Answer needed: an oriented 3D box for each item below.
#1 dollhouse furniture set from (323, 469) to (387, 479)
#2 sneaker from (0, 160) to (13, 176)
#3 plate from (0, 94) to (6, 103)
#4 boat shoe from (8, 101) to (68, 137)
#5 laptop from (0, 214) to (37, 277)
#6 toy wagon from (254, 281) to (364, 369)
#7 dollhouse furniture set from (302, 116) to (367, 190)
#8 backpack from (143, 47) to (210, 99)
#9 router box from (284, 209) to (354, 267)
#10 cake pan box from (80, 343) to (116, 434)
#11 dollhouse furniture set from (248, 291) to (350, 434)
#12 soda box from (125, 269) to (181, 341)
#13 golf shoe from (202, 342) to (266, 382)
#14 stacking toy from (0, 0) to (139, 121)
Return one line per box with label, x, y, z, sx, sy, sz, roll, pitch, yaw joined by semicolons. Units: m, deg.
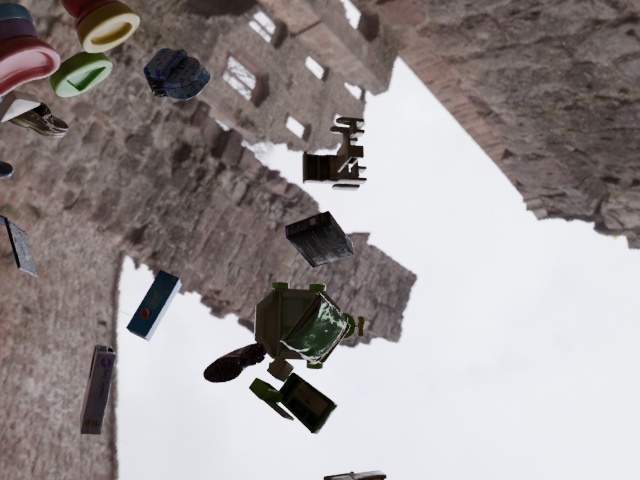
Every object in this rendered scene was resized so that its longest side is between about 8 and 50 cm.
dollhouse furniture set;0.085;0.655;1.279;0.262;0.135;0.259;125;-37;-75
sneaker;-0.930;-0.197;1.654;0.144;0.053;0.059;18;-72;29
plate;-0.952;-0.536;1.651;0.277;0.045;0.278;112;-36;-55
boat shoe;-0.653;-0.288;1.348;0.060;0.178;0.064;-44;-108;11
laptop;-1.050;0.001;1.884;0.234;0.136;0.264;142;-70;-74
toy wagon;-0.034;0.269;1.821;0.068;0.344;0.267;149;-56;-78
dollhouse furniture set;0.041;-0.270;1.923;0.242;0.161;0.212;137;-46;-71
backpack;-0.446;-0.523;1.829;0.173;0.117;0.158;18;-120;27
router box;0.000;0.000;1.596;0.133;0.179;0.046;-19;-127;15
cake pan box;-0.736;0.481;1.913;0.245;0.070;0.267;-3;-104;65
dollhouse furniture set;-0.008;0.317;1.486;0.151;0.197;0.301;32;-99;33
soda box;-0.518;0.203;1.808;0.067;0.071;0.210;105;10;-67
golf shoe;-0.237;0.334;1.557;0.086;0.186;0.067;-21;-92;54
stacking toy;-0.530;-0.377;1.103;0.309;0.130;0.279;-35;-176;-32
